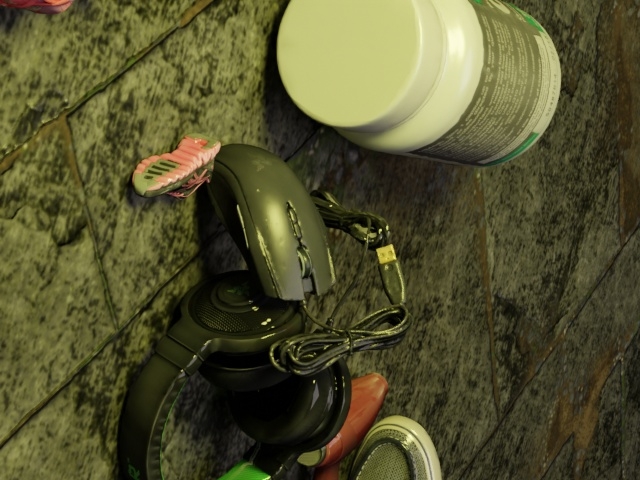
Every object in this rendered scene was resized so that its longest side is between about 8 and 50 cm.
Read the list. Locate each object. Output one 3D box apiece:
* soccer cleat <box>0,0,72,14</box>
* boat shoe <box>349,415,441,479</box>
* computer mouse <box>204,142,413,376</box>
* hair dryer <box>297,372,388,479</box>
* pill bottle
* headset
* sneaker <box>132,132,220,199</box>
[{"bbox_3d":[-0.238,-0.221,1.193,0.318,0.108,0.116,-31,132,-55],"label":"soccer cleat"},{"bbox_3d":[0.060,0.400,1.958,0.158,0.127,0.341,-22,122,-64],"label":"boat shoe"},{"bbox_3d":[0.000,0.000,1.555,0.184,0.262,0.060,-9,157,-33],"label":"computer mouse"},{"bbox_3d":[-0.004,0.278,1.882,0.294,0.080,0.224,-57,162,-20],"label":"hair dryer"},{"bbox_3d":[0.114,-0.193,1.716,0.361,0.204,0.204,3,100,-61],"label":"pill bottle"},{"bbox_3d":[-0.070,0.113,1.644,0.394,0.185,0.243,-48,139,-16],"label":"headset"},{"bbox_3d":[-0.139,-0.059,1.501,0.119,0.047,0.057,-34,143,-49],"label":"sneaker"}]
